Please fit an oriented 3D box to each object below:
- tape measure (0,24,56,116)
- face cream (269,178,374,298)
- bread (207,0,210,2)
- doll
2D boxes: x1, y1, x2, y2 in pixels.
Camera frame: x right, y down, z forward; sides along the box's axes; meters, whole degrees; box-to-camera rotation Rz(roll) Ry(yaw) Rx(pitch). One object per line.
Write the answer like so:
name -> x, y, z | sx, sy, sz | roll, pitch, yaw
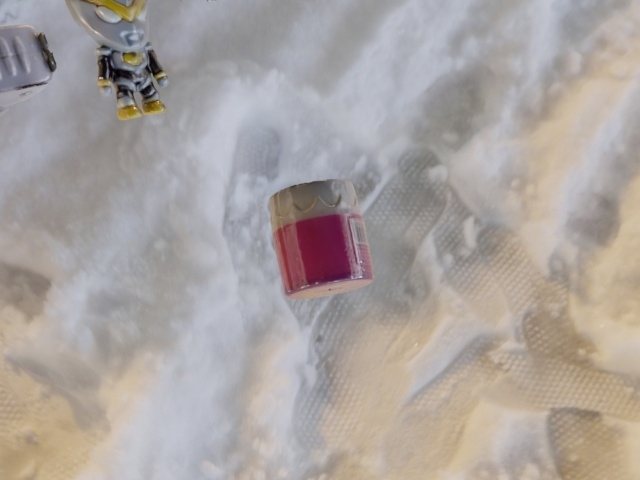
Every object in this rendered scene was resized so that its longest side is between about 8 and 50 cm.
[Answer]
tape measure -> -0.498, -0.206, 1.160 | 0.236, 0.197, 0.120 | -20, 92, -33
face cream -> 0.000, 0.000, 1.624 | 0.175, 0.175, 0.194 | -9, 78, -8
bread -> -0.347, -0.636, 1.649 | 0.239, 0.395, 0.264 | 20, 93, 29
doll -> -0.343, -0.356, 1.439 | 0.146, 0.103, 0.316 | -17, 94, -15
